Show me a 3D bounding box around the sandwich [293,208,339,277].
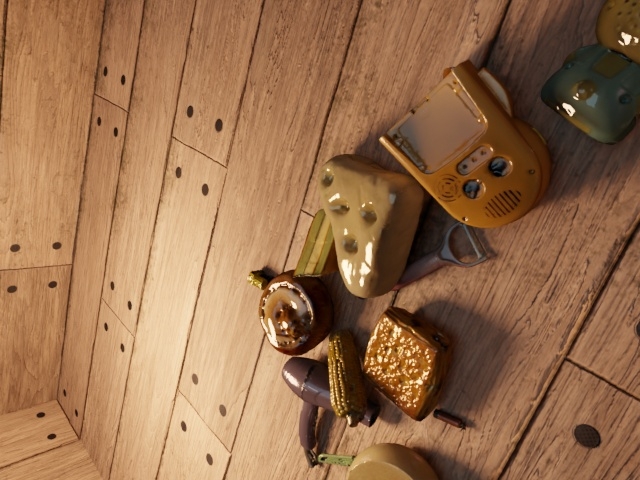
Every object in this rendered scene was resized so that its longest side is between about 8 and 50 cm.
[{"bbox_3d":[0.000,0.000,1.239,0.117,0.144,0.187,-7,89,39],"label":"sandwich"}]

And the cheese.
[{"bbox_3d":[0.097,-0.037,1.139,0.351,0.130,0.328,36,124,52],"label":"cheese"}]

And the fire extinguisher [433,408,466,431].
[{"bbox_3d":[0.312,0.433,1.072,0.083,0.022,0.028,13,65,40],"label":"fire extinguisher"}]

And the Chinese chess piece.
[{"bbox_3d":[0.187,0.639,1.127,0.251,0.097,0.250,6,101,31],"label":"Chinese chess piece"}]

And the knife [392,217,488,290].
[{"bbox_3d":[0.252,0.051,1.083,0.278,0.053,0.123,-35,65,36],"label":"knife"}]

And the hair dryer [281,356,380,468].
[{"bbox_3d":[0.010,0.538,1.319,0.301,0.121,0.360,22,117,30],"label":"hair dryer"}]

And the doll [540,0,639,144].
[{"bbox_3d":[0.516,-0.309,0.748,0.177,0.162,0.260,53,127,27],"label":"doll"}]

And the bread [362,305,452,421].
[{"bbox_3d":[0.217,0.295,1.103,0.211,0.099,0.234,31,119,38],"label":"bread"}]

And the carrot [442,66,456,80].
[{"bbox_3d":[0.301,-0.280,1.014,0.061,0.061,0.209,12,104,41],"label":"carrot"}]

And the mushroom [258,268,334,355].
[{"bbox_3d":[-0.074,0.209,1.311,0.253,0.153,0.252,-3,85,35],"label":"mushroom"}]

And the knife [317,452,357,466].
[{"bbox_3d":[0.113,0.617,1.241,0.293,0.020,0.043,-11,111,32],"label":"knife"}]

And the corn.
[{"bbox_3d":[0.068,0.361,1.191,0.097,0.097,0.261,-42,40,35],"label":"corn"}]

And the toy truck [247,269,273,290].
[{"bbox_3d":[-0.202,0.132,1.485,0.083,0.054,0.049,24,109,39],"label":"toy truck"}]

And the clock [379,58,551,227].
[{"bbox_3d":[0.308,-0.169,0.904,0.244,0.200,0.317,-40,86,36],"label":"clock"}]
